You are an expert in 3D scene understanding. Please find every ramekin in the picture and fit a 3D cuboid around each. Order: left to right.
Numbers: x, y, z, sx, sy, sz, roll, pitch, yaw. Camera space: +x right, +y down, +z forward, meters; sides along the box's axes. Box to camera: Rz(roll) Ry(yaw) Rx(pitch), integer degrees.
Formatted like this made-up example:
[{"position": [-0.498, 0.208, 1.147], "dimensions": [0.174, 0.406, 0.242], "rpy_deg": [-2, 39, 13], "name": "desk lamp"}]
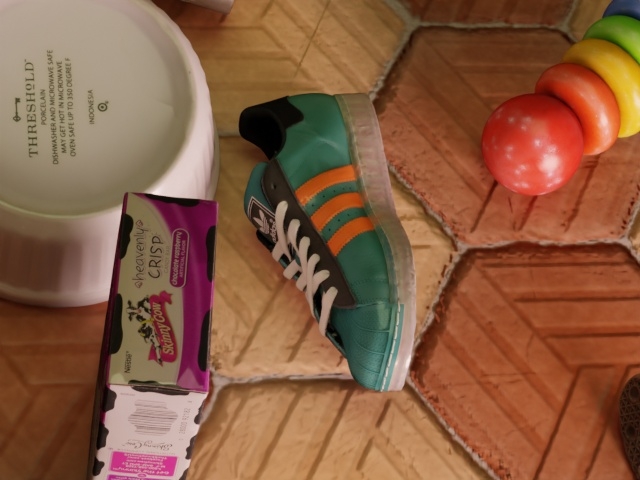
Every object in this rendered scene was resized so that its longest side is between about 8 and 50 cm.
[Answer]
[{"position": [-0.208, -0.091, 1.420], "dimensions": [0.273, 0.127, 0.273], "rpy_deg": [4, 69, -10], "name": "ramekin"}]

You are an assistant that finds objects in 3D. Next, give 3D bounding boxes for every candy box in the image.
[{"position": [-0.124, 0.097, 1.276], "dimensions": [0.071, 0.233, 0.159], "rpy_deg": [6, 54, -7], "name": "candy box"}]

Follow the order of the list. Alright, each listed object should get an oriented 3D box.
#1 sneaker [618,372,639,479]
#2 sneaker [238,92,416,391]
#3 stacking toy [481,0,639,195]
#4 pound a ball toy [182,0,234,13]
[{"position": [0.304, 0.189, 1.416], "dimensions": [0.071, 0.066, 0.188], "rpy_deg": [-7, 61, -36], "name": "sneaker"}, {"position": [0.000, 0.000, 1.454], "dimensions": [0.121, 0.108, 0.302], "rpy_deg": [-2, 48, -12], "name": "sneaker"}, {"position": [0.272, -0.154, 1.601], "dimensions": [0.330, 0.141, 0.141], "rpy_deg": [-36, 69, -26], "name": "stacking toy"}, {"position": [-0.227, -0.271, 1.593], "dimensions": [0.319, 0.136, 0.208], "rpy_deg": [15, 87, -5], "name": "pound a ball toy"}]
